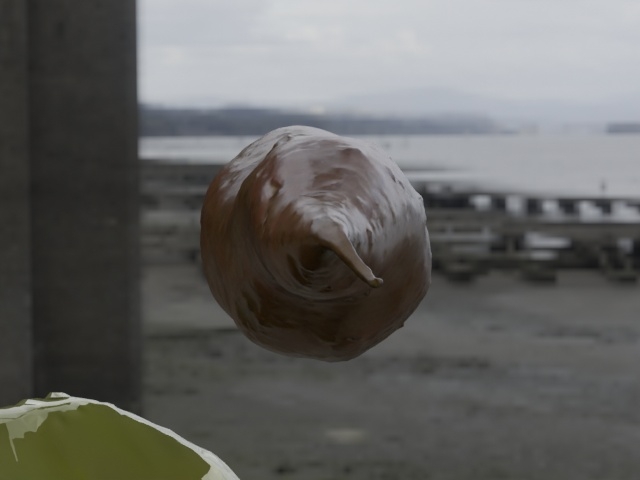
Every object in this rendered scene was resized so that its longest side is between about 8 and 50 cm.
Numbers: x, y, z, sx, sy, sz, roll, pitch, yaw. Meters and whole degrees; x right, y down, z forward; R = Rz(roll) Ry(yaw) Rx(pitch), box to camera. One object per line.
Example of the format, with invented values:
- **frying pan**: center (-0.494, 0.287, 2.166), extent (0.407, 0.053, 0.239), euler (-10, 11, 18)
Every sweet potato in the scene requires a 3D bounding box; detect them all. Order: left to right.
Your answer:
- **sweet potato**: center (0.000, 0.000, 0.442), extent (0.056, 0.056, 0.195), euler (-1, 0, -6)

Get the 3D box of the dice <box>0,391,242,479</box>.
- **dice**: center (-0.077, 0.146, 0.409), extent (0.166, 0.169, 0.169), euler (-40, -8, 28)
